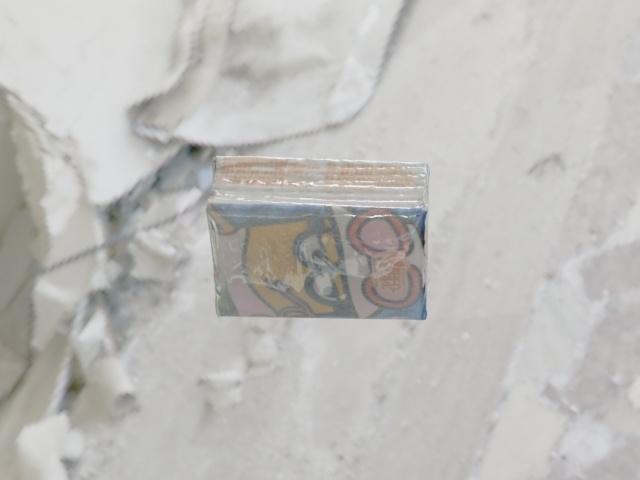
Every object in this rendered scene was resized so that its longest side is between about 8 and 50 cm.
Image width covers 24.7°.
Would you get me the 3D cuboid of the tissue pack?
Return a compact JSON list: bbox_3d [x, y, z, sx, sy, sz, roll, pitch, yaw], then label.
[{"bbox_3d":[0.000,0.000,1.041,0.155,0.115,0.065,1,46,4],"label":"tissue pack"}]
